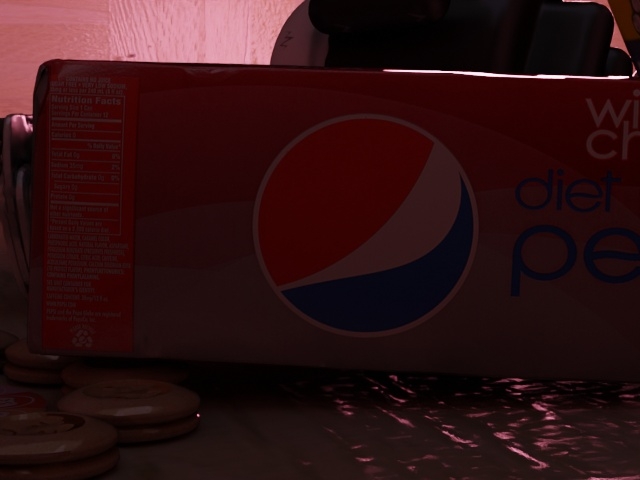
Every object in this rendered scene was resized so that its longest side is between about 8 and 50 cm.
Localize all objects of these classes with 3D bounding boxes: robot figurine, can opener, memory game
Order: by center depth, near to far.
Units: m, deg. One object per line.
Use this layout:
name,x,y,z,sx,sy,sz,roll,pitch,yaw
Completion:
memory game,-0.122,0.042,0.366,0.186,0.012,0.186,0,6,0
can opener,-0.088,-0.026,0.671,0.095,0.076,0.283,-8,4,6
robot figurine,0.092,-0.117,1.085,0.278,0.209,0.173,3,24,29

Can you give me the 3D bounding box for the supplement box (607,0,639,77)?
supplement box,0.316,-0.151,0.591,0.357,0.194,0.195,-25,7,-6

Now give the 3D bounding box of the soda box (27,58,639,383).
soda box,0.054,-0.008,0.410,0.263,0.083,0.092,3,6,2

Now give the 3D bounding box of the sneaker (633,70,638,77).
sneaker,0.379,-0.147,1.090,0.182,0.158,0.410,-14,-6,-45
